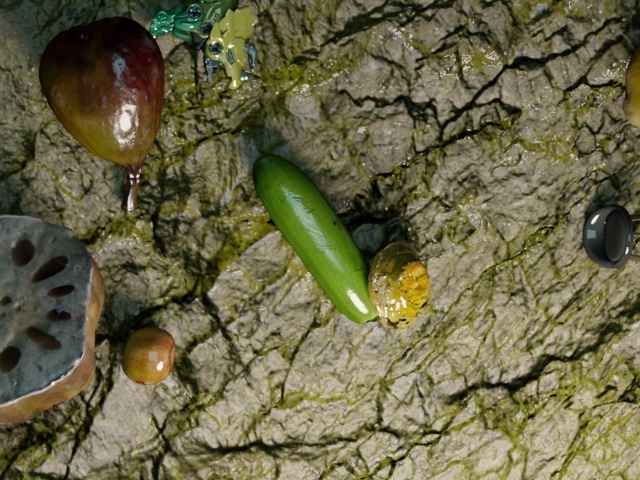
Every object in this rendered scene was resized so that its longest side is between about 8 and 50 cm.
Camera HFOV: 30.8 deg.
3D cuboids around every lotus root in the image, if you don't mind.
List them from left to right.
[{"bbox_3d":[-0.395,0.118,1.562,0.272,0.192,0.272,-5,65,11],"label":"lotus root"}]

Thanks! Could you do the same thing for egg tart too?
[{"bbox_3d":[0.121,0.064,1.673,0.130,0.052,0.130,10,77,-49],"label":"egg tart"}]

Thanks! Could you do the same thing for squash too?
[{"bbox_3d":[0.000,-0.001,1.664,0.082,0.082,0.292,-35,98,-4],"label":"squash"}]

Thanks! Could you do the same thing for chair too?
[{"bbox_3d":[0.509,-0.005,1.722,0.222,0.095,0.104,1,82,-7],"label":"chair"}]

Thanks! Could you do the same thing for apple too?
[{"bbox_3d":[-0.244,0.163,1.646,0.071,0.084,0.084,10,93,0],"label":"apple"}]

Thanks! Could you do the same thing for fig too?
[{"bbox_3d":[-0.285,-0.165,1.596,0.170,0.145,0.274,-5,113,11],"label":"fig"}]

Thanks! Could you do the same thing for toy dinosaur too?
[{"bbox_3d":[-0.148,-0.347,1.620,0.153,0.094,0.259,11,85,-9],"label":"toy dinosaur"}]

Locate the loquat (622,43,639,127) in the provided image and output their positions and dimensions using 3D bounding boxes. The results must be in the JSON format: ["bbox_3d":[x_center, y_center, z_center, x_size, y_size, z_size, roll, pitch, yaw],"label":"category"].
[{"bbox_3d":[0.519,-0.236,1.686,0.195,0.152,0.152,-41,98,5],"label":"loquat"}]
